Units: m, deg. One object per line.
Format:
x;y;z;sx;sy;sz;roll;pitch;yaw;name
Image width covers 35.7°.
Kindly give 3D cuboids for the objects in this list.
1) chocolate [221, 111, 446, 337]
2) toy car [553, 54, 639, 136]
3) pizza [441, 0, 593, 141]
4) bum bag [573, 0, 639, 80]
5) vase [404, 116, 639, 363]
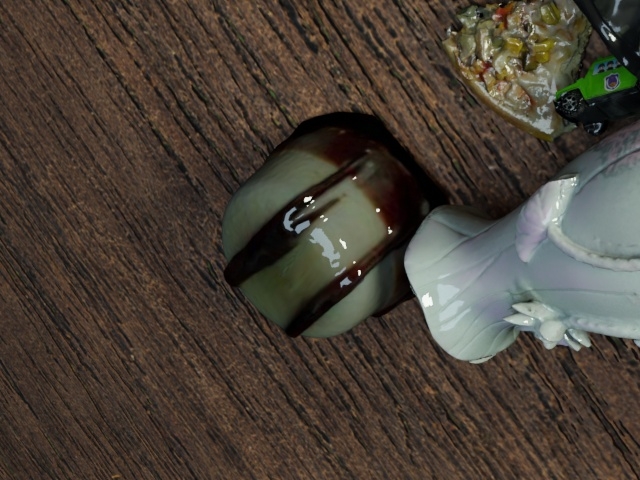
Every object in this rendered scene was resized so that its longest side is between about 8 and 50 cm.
0.000;0.000;1.249;0.284;0.186;0.283;15;121;27;chocolate
0.322;-0.159;1.013;0.165;0.071;0.062;-12;65;39;toy car
0.233;-0.212;1.065;0.185;0.052;0.195;42;130;6;pizza
0.260;-0.304;0.960;0.144;0.095;0.340;-44;77;6;bum bag
0.294;0.003;1.007;0.445;0.250;0.249;-21;101;49;vase
